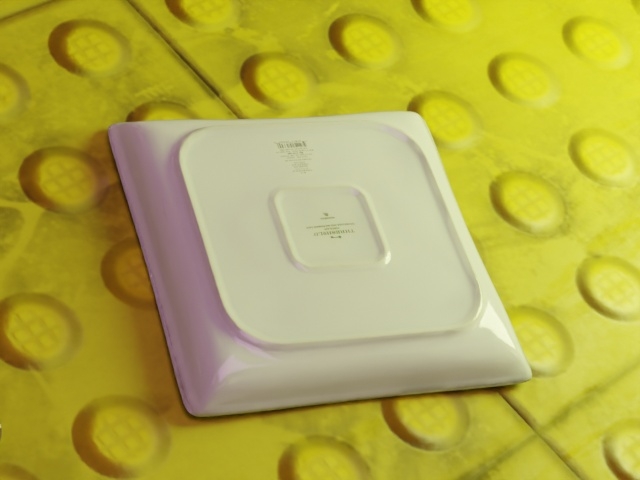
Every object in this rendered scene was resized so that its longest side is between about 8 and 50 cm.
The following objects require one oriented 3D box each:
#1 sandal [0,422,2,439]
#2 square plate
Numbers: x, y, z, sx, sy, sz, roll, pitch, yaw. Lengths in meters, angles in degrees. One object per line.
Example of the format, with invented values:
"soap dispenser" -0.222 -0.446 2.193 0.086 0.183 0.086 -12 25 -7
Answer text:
"sandal" -0.347 0.128 1.441 0.180 0.049 0.072 35 53 -9
"square plate" 0.000 0.000 1.666 0.347 0.049 0.344 -4 54 -23
